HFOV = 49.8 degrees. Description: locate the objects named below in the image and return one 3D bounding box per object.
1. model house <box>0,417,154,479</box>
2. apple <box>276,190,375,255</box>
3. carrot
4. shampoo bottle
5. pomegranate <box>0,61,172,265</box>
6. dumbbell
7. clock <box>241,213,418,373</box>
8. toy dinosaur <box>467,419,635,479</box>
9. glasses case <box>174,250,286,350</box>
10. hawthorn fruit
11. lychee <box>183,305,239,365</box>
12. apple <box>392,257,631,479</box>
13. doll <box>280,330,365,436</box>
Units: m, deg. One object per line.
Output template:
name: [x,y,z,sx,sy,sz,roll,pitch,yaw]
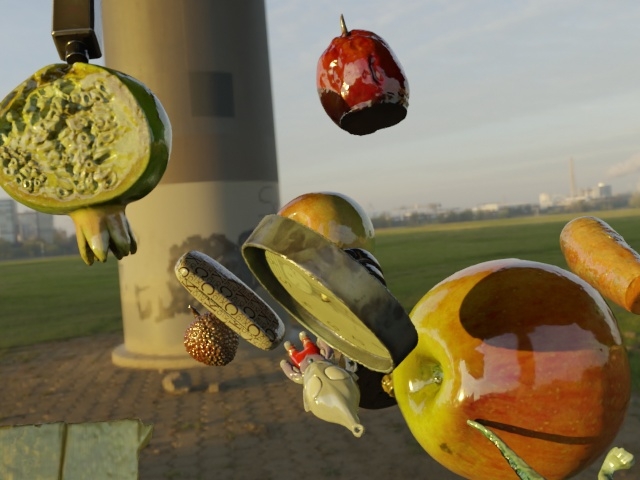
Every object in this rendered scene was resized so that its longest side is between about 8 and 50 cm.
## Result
model house: [-0.436,0.426,1.062,0.321,0.266,0.261,3,-27,-28]
apple: [0.000,0.000,2.019,0.319,0.319,0.277,-4,-28,26]
carrot: [0.624,0.051,1.499,0.139,0.138,0.302,-4,24,-2]
shampoo bottle: [-0.463,-0.431,1.310,0.080,0.246,0.079,-8,-29,-7]
pomegranate: [-0.412,-0.137,1.253,0.310,0.358,0.216,-13,7,-4]
dumbbell: [0.087,0.168,1.362,0.185,0.185,0.388,-5,40,-23]
clock: [0.006,0.061,0.739,0.042,0.215,0.215,-49,18,-18]
toy dinosaur: [0.306,0.263,0.722,0.129,0.076,0.383,-34,18,-6]
glasses case: [-0.241,0.162,1.859,0.085,0.355,0.137,-48,4,20]
hawthorn fruit: [0.076,-0.339,1.416,0.189,0.251,0.189,-26,4,2]
lychee: [-0.316,0.270,1.976,0.165,0.197,0.165,-35,-9,-6]
apple: [0.276,0.193,1.034,0.340,0.339,0.339,-4,1,0]
doll: [0.010,0.239,1.142,0.102,0.075,0.227,-31,45,-7]
